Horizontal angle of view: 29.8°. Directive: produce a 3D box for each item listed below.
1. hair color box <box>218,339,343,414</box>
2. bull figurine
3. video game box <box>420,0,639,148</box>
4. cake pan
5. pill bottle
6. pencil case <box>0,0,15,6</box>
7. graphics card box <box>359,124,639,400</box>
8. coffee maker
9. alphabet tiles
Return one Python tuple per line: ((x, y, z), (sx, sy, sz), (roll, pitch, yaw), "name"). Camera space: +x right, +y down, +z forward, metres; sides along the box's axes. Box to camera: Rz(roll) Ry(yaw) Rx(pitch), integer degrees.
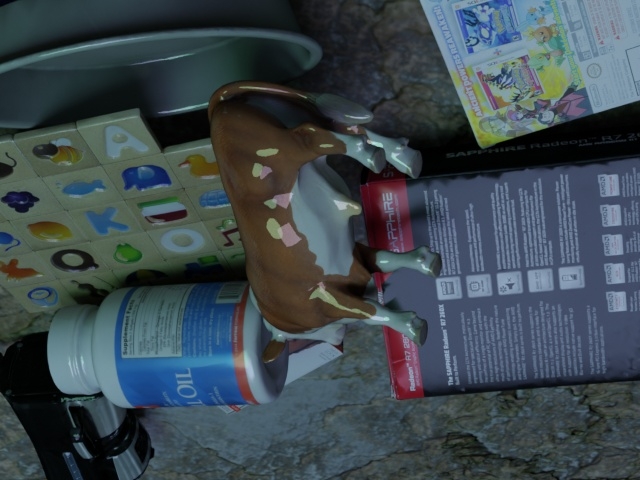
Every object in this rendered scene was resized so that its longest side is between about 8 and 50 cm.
((-0.068, 0.118, 1.307), (0.167, 0.053, 0.093), (-32, 126, 26), "hair color box")
((0.000, 0.000, 1.029), (0.188, 0.101, 0.310), (5, 135, 27), "bull figurine")
((0.192, -0.186, 1.014), (0.187, 0.048, 0.205), (-18, 133, 13), "video game box")
((-0.146, -0.144, 0.934), (0.293, 0.054, 0.293), (-10, 177, -1), "cake pan")
((-0.152, 0.106, 1.203), (0.222, 0.124, 0.124), (-4, 135, 15), "pill bottle")
((-0.284, -0.210, 0.930), (0.306, 0.133, 0.119), (-10, 92, 8), "pencil case")
((0.236, 0.017, 1.122), (0.371, 0.094, 0.232), (-6, 111, 10), "graphics card box")
((-0.287, 0.192, 1.349), (0.171, 0.120, 0.178), (13, 137, 21), "coffee maker")
((-0.196, -0.008, 1.154), (0.285, 0.011, 0.342), (-10, 148, 9), "alphabet tiles")
